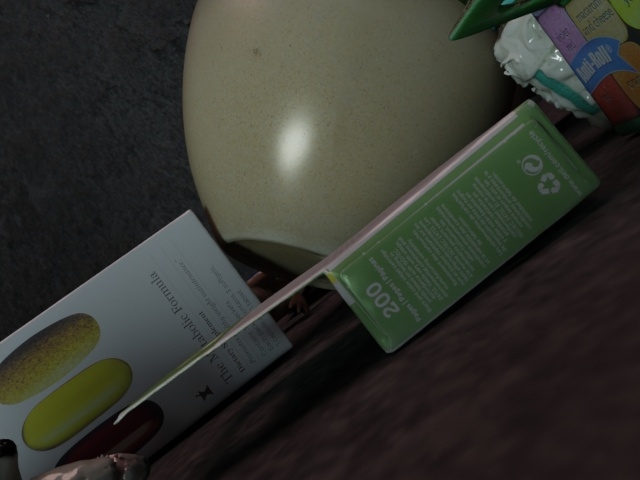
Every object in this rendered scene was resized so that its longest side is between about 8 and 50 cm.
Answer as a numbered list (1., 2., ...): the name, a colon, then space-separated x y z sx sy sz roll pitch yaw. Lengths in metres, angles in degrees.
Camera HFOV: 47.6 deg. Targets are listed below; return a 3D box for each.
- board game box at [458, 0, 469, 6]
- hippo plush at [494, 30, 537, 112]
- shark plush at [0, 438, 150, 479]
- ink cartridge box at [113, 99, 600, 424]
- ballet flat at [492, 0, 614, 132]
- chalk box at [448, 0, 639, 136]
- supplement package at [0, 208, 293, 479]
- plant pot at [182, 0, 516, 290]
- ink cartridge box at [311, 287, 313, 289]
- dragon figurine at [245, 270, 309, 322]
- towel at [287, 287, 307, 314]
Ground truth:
1. board game box: 0.217 -0.263 0.707 0.213 0.317 0.046 -36 -33 -40
2. hippo plush: 0.263 -0.219 0.886 0.237 0.294 0.234 -13 29 -4
3. shark plush: -0.156 0.174 0.380 0.161 0.073 0.067 -57 -24 9
4. ink cartridge box: 0.018 0.027 0.398 0.235 0.056 0.171 -39 0 2
5. ballet flat: 0.295 -0.228 0.525 0.409 0.147 0.147 -43 1 -8
6. chalk box: 0.196 -0.177 0.352 0.289 0.179 0.180 -37 1 -2
7. supplement package: -0.165 0.107 0.589 0.244 0.139 0.134 -37 -1 -12
8. plant pot: 0.005 -0.066 0.611 0.284 0.284 0.191 144 142 -70
9. ink cartridge box: -0.040 0.061 1.362 0.324 0.071 0.330 -37 1 -7
10. dragon figurine: -0.093 0.087 0.805 0.144 0.085 0.289 -36 2 39
11. towel: 0.000 0.000 1.044 0.209 0.034 0.285 -63 -2 2
